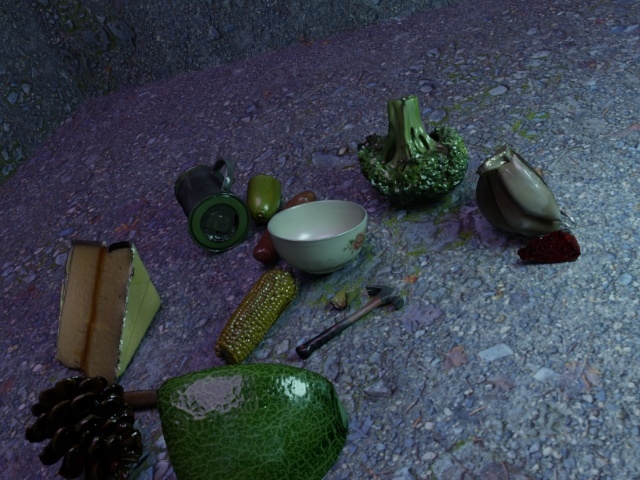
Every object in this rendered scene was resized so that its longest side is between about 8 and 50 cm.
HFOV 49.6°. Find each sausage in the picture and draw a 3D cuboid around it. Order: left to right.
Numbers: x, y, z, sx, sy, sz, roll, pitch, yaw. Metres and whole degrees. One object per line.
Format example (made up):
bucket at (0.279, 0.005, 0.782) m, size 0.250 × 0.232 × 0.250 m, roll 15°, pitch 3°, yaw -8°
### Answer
sausage at (-0.111, -0.043, 2.131) m, size 0.087 × 0.079 × 0.326 m, roll -9°, pitch 34°, yaw 40°

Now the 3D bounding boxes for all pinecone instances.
pinecone at (-0.537, 0.445, 1.605) m, size 0.244 × 0.244 × 0.309 m, roll -37°, pitch 47°, yaw -18°

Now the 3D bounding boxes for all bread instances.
bread at (-0.672, 0.196, 2.037) m, size 0.346 × 0.242 × 0.405 m, roll -7°, pitch 34°, yaw 29°

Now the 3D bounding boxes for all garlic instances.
garlic at (0.509, -0.127, 1.738) m, size 0.210 × 0.292 × 0.237 m, roll -47°, pitch 14°, yaw -16°

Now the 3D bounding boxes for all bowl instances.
bowl at (0.000, 0.000, 1.916) m, size 0.277 × 0.145 × 0.277 m, roll -9°, pitch 24°, yaw 4°

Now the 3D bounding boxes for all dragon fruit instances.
dragon fruit at (0.543, 0.014, 1.659) m, size 0.131 × 0.097 × 0.063 m, roll -27°, pitch 25°, yaw 33°

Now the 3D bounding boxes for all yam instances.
yam at (-0.489, 0.408, 1.777) m, size 0.264 × 0.046 × 0.046 m, roll -10°, pitch 36°, yaw 21°

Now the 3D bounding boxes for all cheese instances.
cheese at (0.071, 0.146, 1.785) m, size 0.060 × 0.041 × 0.084 m, roll -41°, pitch 7°, yaw -38°

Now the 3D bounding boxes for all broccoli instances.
broccoli at (0.280, -0.265, 2.030) m, size 0.249 × 0.301 × 0.375 m, roll 0°, pitch 9°, yaw -40°

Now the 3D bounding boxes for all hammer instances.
hammer at (0.065, 0.203, 1.723) m, size 0.288 × 0.033 × 0.111 m, roll -33°, pitch 35°, yaw -12°

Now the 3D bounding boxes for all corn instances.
corn at (-0.166, 0.189, 1.822) m, size 0.115 × 0.115 × 0.318 m, roll 6°, pitch 44°, yaw 37°

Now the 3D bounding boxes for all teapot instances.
teapot at (-0.359, -0.147, 2.287) m, size 0.270 × 0.200 × 0.337 m, roll -66°, pitch 29°, yaw 16°

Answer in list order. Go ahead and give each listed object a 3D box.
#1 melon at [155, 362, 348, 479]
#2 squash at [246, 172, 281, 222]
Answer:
melon at (-0.122, 0.395, 1.439) m, size 0.344 × 0.226 × 0.331 m, roll -24°, pitch 73°, yaw 2°
squash at (-0.185, -0.126, 2.258) m, size 0.123 × 0.123 × 0.186 m, roll -17°, pitch 37°, yaw 11°
